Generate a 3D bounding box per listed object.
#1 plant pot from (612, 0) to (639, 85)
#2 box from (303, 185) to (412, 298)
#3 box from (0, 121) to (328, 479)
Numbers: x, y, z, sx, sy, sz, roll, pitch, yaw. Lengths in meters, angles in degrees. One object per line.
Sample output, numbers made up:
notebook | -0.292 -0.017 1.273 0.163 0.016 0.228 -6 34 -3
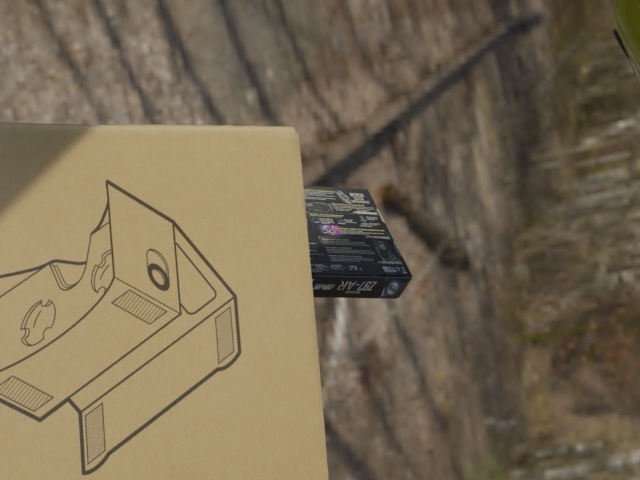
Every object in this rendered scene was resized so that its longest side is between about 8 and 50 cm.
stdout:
plant pot | 0.271 -0.060 0.749 0.228 0.207 0.227 66 11 26
box | 0.000 0.000 0.863 0.018 0.083 0.067 -58 -136 37
box | -0.089 0.035 0.631 0.201 0.021 0.165 -1 84 -35
